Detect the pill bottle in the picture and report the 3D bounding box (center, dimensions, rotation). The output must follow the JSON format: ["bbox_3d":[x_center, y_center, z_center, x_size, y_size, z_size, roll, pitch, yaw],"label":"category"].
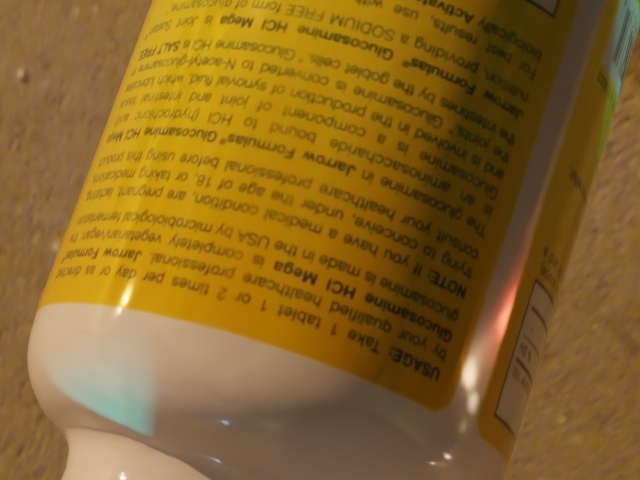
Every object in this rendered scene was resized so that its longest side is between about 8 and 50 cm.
[{"bbox_3d":[0.000,0.000,0.762,0.188,0.188,0.334,20,74,-5],"label":"pill bottle"}]
